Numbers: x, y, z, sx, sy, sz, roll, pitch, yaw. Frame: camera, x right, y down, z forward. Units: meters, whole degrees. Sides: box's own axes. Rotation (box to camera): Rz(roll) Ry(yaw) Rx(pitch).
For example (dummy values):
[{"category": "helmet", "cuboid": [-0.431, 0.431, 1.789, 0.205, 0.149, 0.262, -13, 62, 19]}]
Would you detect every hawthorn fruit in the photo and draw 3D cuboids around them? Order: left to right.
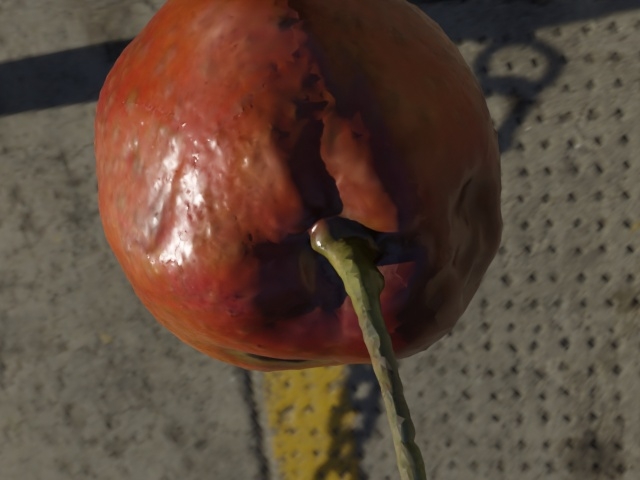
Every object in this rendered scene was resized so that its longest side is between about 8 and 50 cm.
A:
[{"category": "hawthorn fruit", "cuboid": [0.000, 0.000, 0.512, 0.165, 0.285, 0.165, -3, 112, -7]}]
